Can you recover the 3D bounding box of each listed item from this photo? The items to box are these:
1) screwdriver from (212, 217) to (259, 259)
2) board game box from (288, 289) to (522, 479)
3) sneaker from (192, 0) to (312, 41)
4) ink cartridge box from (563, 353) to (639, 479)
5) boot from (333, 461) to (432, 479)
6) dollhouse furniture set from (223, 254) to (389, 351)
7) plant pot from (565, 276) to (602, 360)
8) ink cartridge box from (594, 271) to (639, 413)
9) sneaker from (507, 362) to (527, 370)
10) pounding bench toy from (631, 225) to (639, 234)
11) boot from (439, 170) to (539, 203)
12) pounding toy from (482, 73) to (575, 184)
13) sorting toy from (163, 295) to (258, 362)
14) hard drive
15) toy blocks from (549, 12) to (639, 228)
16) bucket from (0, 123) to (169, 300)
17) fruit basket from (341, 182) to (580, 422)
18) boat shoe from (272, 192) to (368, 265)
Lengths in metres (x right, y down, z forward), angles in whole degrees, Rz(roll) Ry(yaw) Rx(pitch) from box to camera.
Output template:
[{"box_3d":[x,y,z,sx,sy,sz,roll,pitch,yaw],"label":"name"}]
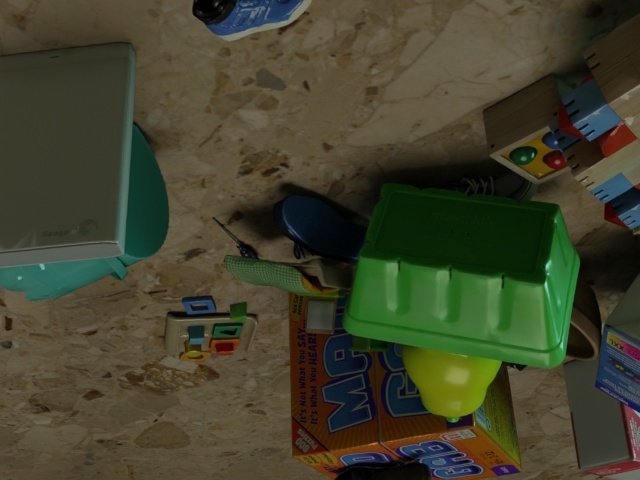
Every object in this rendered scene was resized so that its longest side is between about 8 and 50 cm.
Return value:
[{"box_3d":[-0.158,0.004,1.758,0.025,0.024,0.170,-40,141,6],"label":"screwdriver"},{"box_3d":[0.172,0.284,1.953,0.356,0.356,0.356,-15,149,20],"label":"board game box"},{"box_3d":[-0.087,-0.296,1.173,0.152,0.058,0.084,-13,159,30],"label":"sneaker"},{"box_3d":[0.802,0.461,2.421,0.384,0.279,0.160,21,144,-37],"label":"ink cartridge box"},{"box_3d":[0.112,0.465,1.822,0.106,0.082,0.219,13,150,-30],"label":"boot"},{"box_3d":[-0.021,0.116,1.711,0.197,0.151,0.301,2,175,28],"label":"dollhouse furniture set"},{"box_3d":[0.466,0.128,1.908,0.237,0.110,0.237,32,165,10],"label":"plant pot"},{"box_3d":[0.673,0.176,1.883,0.151,0.270,0.395,33,163,24],"label":"ink cartridge box"},{"box_3d":[0.442,0.268,2.242,0.188,0.078,0.067,-16,149,24],"label":"sneaker"},{"box_3d":[0.596,-0.023,1.717,0.065,0.083,0.052,19,145,-33],"label":"pounding bench toy"},{"box_3d":[0.270,-0.077,1.597,0.086,0.069,0.190,19,148,-28],"label":"boot"},{"box_3d":[0.381,-0.163,1.426,0.206,0.094,0.181,-27,144,37],"label":"pounding toy"},{"box_3d":[-0.243,0.217,2.114,0.196,0.047,0.348,3,151,-10],"label":"sorting toy"},{"box_3d":[-0.343,-0.113,1.222,0.203,0.307,0.040,-6,149,4],"label":"hard drive"},{"box_3d":[0.438,-0.158,1.290,0.261,0.191,0.381,-33,140,24],"label":"toy blocks"},{"box_3d":[-0.359,-0.059,1.380,0.183,0.281,0.281,-19,148,21],"label":"bucket"},{"box_3d":[0.233,0.112,1.610,0.392,0.283,0.392,13,143,10],"label":"fruit basket"},{"box_3d":[0.000,0.000,1.679,0.089,0.109,0.258,-9,152,41],"label":"boat shoe"}]
